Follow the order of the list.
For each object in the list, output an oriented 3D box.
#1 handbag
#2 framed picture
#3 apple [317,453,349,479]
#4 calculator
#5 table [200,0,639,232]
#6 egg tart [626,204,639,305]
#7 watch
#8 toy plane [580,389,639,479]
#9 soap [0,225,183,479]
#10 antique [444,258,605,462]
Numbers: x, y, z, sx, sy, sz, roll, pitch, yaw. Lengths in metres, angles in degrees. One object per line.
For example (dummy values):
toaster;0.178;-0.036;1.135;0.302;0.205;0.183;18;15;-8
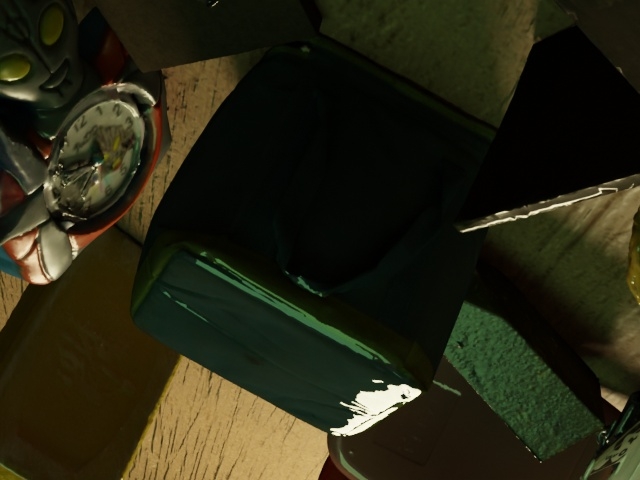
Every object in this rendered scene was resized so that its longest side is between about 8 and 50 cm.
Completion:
handbag;0.000;0.000;0.942;0.263;0.241;0.222;29;149;-2
framed picture;-0.100;-0.200;0.890;0.168;0.023;0.128;-7;137;25
apple;0.106;0.335;1.348;0.260;0.260;0.216;28;130;-4
calculator;0.165;0.215;1.193;0.329;0.220;0.048;25;-171;-1
table;0.128;-0.172;0.645;0.250;0.196;0.282;39;149;-22
egg tart;0.370;-0.003;0.753;0.351;0.153;0.339;28;150;-4
watch;-0.307;-0.139;0.993;0.274;0.241;0.305;24;152;30
toy plane;0.318;0.176;1.106;0.082;0.160;0.234;32;121;43
soap;-0.270;0.147;1.284;0.199;0.315;0.091;40;145;-22
antique;0.176;0.103;1.084;0.080;0.081;0.221;-36;108;23
